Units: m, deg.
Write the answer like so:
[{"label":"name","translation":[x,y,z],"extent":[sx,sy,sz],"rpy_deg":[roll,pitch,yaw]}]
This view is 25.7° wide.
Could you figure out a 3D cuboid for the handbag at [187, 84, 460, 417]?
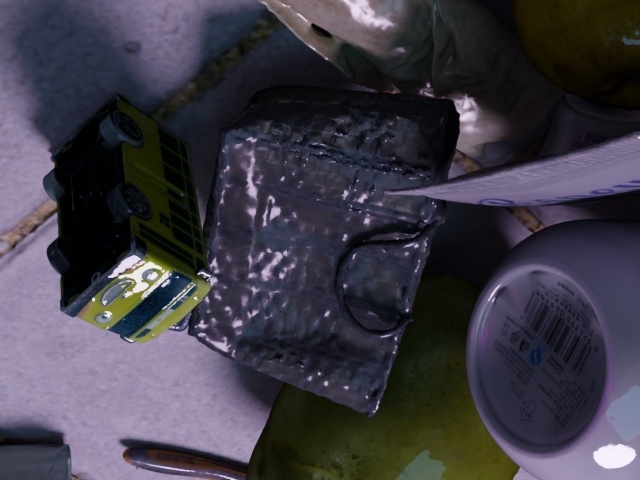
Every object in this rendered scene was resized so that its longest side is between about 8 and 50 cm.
[{"label":"handbag","translation":[0.000,0.000,1.062],"extent":[0.175,0.089,0.270],"rpy_deg":[16,116,7]}]

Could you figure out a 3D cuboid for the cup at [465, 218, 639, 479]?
[{"label":"cup","translation":[0.278,0.085,1.096],"extent":[0.317,0.212,0.212],"rpy_deg":[2,133,-39]}]

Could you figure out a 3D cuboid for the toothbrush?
[{"label":"toothbrush","translation":[-0.043,0.240,1.369],"extent":[0.321,0.023,0.031],"rpy_deg":[14,120,-23]}]

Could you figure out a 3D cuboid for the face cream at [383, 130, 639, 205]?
[{"label":"face cream","translation":[0.278,-0.066,1.006],"extent":[0.420,0.137,0.234],"rpy_deg":[-5,178,-37]}]

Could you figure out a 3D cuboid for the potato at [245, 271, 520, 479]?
[{"label":"potato","translation":[0.063,0.175,1.207],"extent":[0.215,0.216,0.304],"rpy_deg":[29,113,-31]}]

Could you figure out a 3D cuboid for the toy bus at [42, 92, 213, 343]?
[{"label":"toy bus","translation":[-0.139,-0.013,1.027],"extent":[0.088,0.175,0.101],"rpy_deg":[-38,130,22]}]

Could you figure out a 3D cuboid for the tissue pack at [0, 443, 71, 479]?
[{"label":"tissue pack","translation":[-0.329,0.303,1.329],"extent":[0.185,0.081,0.257],"rpy_deg":[0,131,-10]}]

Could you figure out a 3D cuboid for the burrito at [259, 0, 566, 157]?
[{"label":"burrito","translation":[0.020,-0.180,0.976],"extent":[0.117,0.076,0.392],"rpy_deg":[-38,128,25]}]

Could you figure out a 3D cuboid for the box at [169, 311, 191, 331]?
[{"label":"box","translation":[-0.141,0.032,1.146],"extent":[0.099,0.054,0.074],"rpy_deg":[12,126,-20]}]

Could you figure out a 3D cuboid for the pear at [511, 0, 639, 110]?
[{"label":"pear","translation":[0.208,-0.165,0.977],"extent":[0.148,0.162,0.149],"rpy_deg":[-1,140,-1]}]

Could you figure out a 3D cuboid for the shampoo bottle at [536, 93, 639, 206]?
[{"label":"shampoo bottle","translation":[0.212,-0.070,1.133],"extent":[0.072,0.043,0.099],"rpy_deg":[6,130,-15]}]
